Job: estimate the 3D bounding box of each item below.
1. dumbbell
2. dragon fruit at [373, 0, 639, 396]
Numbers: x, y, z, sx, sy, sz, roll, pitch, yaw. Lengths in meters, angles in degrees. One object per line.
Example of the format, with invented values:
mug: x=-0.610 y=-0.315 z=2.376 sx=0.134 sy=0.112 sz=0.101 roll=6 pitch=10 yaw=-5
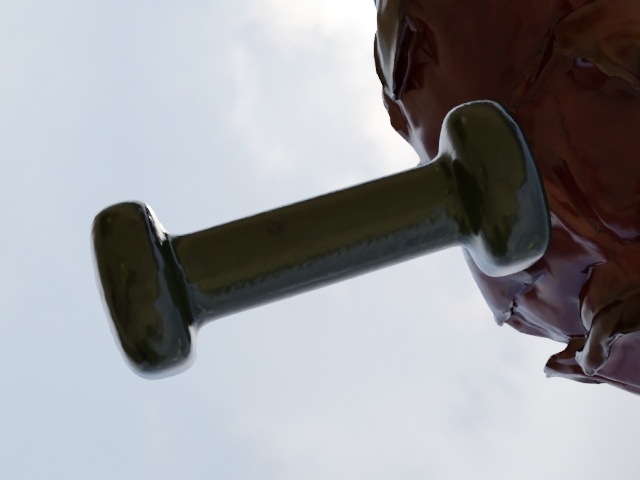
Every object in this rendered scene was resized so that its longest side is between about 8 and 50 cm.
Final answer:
dumbbell: x=0.000 y=0.000 z=0.480 sx=0.052 sy=0.118 sz=0.046 roll=93 pitch=-20 yaw=-76
dragon fruit: x=0.162 y=-0.075 z=0.727 sx=0.277 sy=0.277 sz=0.342 roll=-30 pitch=-111 yaw=39
